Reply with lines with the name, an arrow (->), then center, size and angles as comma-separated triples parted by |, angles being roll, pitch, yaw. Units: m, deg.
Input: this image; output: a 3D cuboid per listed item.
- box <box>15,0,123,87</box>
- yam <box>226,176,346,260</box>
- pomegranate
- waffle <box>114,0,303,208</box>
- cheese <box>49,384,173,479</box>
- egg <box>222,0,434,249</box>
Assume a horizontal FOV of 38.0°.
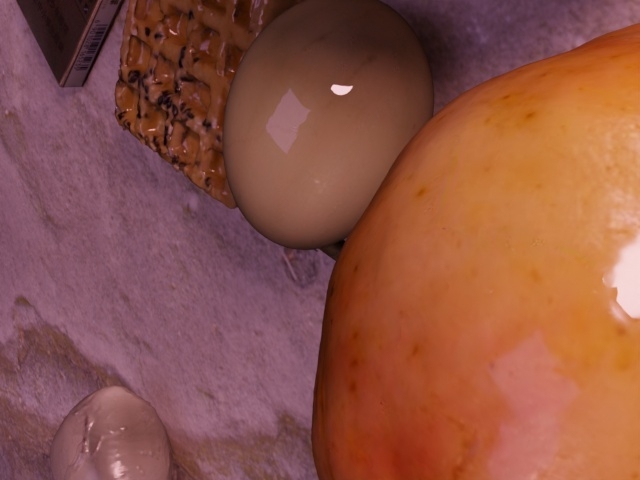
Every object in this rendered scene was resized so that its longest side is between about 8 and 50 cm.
box -> -0.321, -0.383, 1.262 | 0.325, 0.047, 0.180 | -49, 62, 41
yam -> 0.001, -0.001, 0.938 | 0.234, 0.027, 0.029 | 38, 97, 5
pomegranate -> 0.187, 0.081, 0.558 | 0.412, 0.412, 0.411 | 12, 107, 46
waffle -> -0.095, -0.246, 0.998 | 0.261, 0.114, 0.376 | 35, 122, 35
cheese -> -0.283, 0.315, 1.281 | 0.198, 0.155, 0.189 | -55, 40, 44
egg -> 0.004, -0.106, 0.852 | 0.186, 0.186, 0.241 | 34, 106, 38
